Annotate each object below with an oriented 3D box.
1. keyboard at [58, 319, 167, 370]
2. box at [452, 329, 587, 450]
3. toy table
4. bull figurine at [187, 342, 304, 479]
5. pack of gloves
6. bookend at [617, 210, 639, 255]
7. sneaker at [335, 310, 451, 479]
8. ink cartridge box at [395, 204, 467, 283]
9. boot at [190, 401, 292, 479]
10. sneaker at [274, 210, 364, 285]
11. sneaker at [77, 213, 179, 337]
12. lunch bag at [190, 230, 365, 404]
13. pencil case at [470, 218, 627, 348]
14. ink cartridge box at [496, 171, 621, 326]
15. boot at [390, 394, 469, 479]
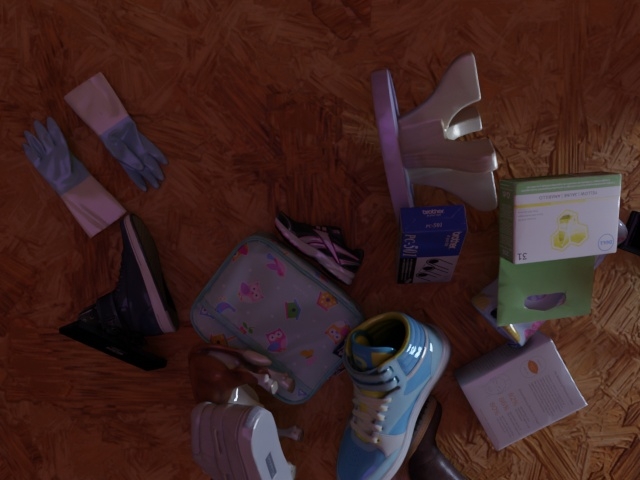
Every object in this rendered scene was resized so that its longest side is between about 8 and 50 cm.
[{"bbox_3d":[-0.346,0.175,1.016,0.100,0.192,0.038,-16,51,35],"label":"keyboard"},{"bbox_3d":[0.340,0.254,1.008,0.170,0.091,0.130,-29,91,5],"label":"box"},{"bbox_3d":[0.184,-0.150,0.931,0.160,0.252,0.274,-10,127,13],"label":"toy table"},{"bbox_3d":[-0.131,0.306,0.980,0.188,0.101,0.310,0,121,20],"label":"bull figurine"},{"bbox_3d":[-0.405,-0.153,1.062,0.195,0.046,0.232,-37,94,-6],"label":"pack of gloves"},{"bbox_3d":[0.602,0.011,0.944,0.156,0.157,0.072,20,94,1],"label":"bookend"},{"bbox_3d":[0.078,0.254,0.946,0.127,0.208,0.319,19,78,40],"label":"sneaker"},{"bbox_3d":[0.174,0.012,0.949,0.097,0.207,0.046,-3,64,3],"label":"ink cartridge box"},{"bbox_3d":[-0.123,0.355,0.904,0.123,0.095,0.258,4,114,26],"label":"boot"},{"bbox_3d":[0.000,0.000,1.033,0.178,0.072,0.077,38,83,-7],"label":"sneaker"},{"bbox_3d":[-0.365,0.077,1.042,0.163,0.086,0.226,-15,94,2],"label":"sneaker"},{"bbox_3d":[-0.072,0.140,1.018,0.279,0.108,0.224,39,95,0],"label":"lunch bag"},{"bbox_3d":[0.378,0.049,0.978,0.273,0.124,0.113,-46,50,4],"label":"pencil case"},{"bbox_3d":[0.355,0.019,0.878,0.171,0.056,0.235,-5,103,-9],"label":"ink cartridge box"},{"bbox_3d":[0.218,0.416,1.047,0.206,0.090,0.248,23,92,-11],"label":"boot"}]
